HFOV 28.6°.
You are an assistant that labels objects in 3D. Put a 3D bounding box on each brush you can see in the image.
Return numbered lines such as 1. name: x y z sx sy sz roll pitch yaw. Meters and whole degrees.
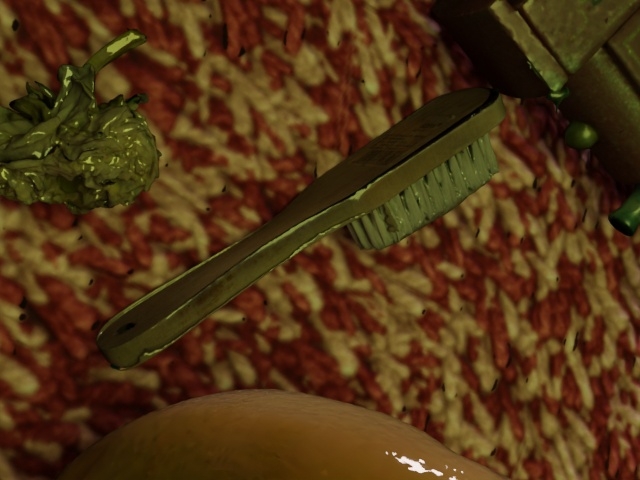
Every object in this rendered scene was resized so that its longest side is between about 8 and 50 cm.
1. brush: 0.000 0.000 0.842 0.327 0.070 0.065 -34 115 -20

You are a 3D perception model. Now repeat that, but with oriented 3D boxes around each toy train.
1. toy train: 0.244 -0.146 0.918 0.221 0.150 0.304 -46 110 -7

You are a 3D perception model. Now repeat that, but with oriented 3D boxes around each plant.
1. plant: -0.146 -0.078 0.749 0.116 0.104 0.122 15 78 -14

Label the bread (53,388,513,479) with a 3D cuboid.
1. bread: -0.032 0.272 0.682 0.253 0.348 0.376 35 72 -63
